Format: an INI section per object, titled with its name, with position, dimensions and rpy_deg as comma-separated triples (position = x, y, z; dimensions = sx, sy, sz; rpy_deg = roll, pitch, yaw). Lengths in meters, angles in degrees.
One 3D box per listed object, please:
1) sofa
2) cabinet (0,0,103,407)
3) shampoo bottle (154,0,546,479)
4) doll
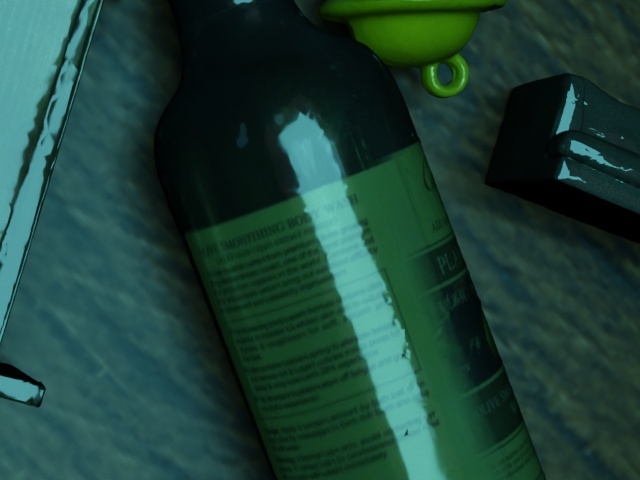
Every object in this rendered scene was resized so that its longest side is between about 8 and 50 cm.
[sofa]
position = 0.154, -0.027, 0.703
dimensions = 0.147, 0.085, 0.060
rpy_deg = 21, 86, -13
[cabinet]
position = -0.178, -0.057, 0.580
dimensions = 0.215, 0.148, 0.175
rpy_deg = 18, 84, -15
[shampoo bottle]
position = 0.000, 0.000, 0.652
dimensions = 0.101, 0.101, 0.284
rpy_deg = -22, 94, -15
[doll]
position = 0.018, -0.155, 0.672
dimensions = 0.129, 0.081, 0.207
rpy_deg = -23, 98, -20
